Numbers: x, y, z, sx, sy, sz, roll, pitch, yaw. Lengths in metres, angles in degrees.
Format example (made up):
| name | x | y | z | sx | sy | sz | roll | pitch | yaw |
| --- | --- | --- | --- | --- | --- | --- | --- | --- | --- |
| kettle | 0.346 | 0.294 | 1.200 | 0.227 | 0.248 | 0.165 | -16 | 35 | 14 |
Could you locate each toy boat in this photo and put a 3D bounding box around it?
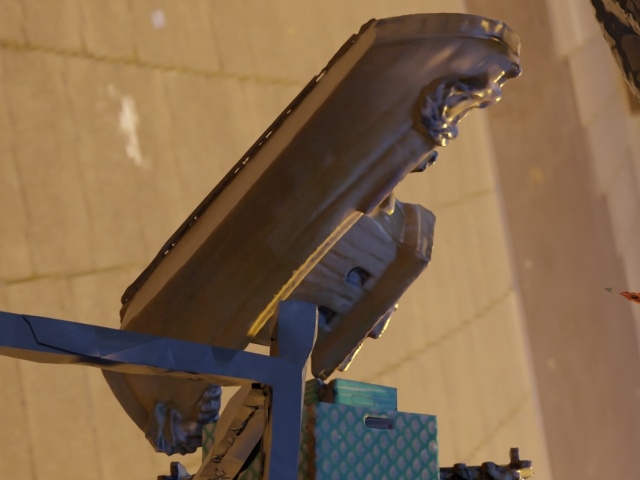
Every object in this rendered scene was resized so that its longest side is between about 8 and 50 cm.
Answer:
| name | x | y | z | sx | sy | sz | roll | pitch | yaw |
| --- | --- | --- | --- | --- | --- | --- | --- | --- | --- |
| toy boat | 0.000 | 0.000 | 0.978 | 0.121 | 0.321 | 0.089 | 38 | 24 | -11 |

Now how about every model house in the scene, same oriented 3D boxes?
| name | x | y | z | sx | sy | sz | roll | pitch | yaw |
| --- | --- | --- | --- | --- | --- | --- | --- | --- | --- |
| model house | 0.006 | 0.168 | 1.017 | 0.206 | 0.271 | 0.178 | 64 | 27 | -72 |

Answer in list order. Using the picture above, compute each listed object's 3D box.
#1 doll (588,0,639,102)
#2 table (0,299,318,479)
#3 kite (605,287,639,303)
| name | x | y | z | sx | sy | sz | roll | pitch | yaw |
| --- | --- | --- | --- | --- | --- | --- | --- | --- | --- |
| doll | 0.189 | -0.155 | 0.793 | 0.340 | 0.158 | 0.246 | -129 | -153 | -54 |
| table | -0.151 | 0.188 | 0.646 | 0.335 | 0.222 | 0.272 | 122 | -25 | -63 |
| kite | 0.323 | 0.058 | 1.206 | 0.125 | 0.222 | 0.008 | 45 | 51 | -35 |
